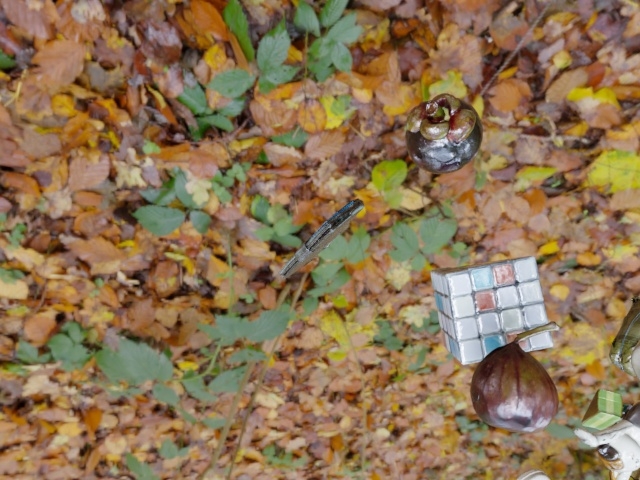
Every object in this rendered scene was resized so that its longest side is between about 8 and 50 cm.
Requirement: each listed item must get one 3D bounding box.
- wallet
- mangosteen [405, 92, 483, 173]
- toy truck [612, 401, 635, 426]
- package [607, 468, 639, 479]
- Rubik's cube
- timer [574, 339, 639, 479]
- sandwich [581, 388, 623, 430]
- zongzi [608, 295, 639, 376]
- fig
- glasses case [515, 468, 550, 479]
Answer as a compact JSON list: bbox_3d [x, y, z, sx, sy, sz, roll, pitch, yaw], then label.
[{"bbox_3d":[0.000,-0.001,1.529,0.169,0.044,0.317,-34,172,-40],"label":"wallet"},{"bbox_3d":[0.319,-0.293,1.394,0.212,0.211,0.250,-18,153,13],"label":"mangosteen"},{"bbox_3d":[1.006,0.566,1.600,0.253,0.114,0.124,14,-175,38],"label":"toy truck"},{"bbox_3d":[0.500,0.415,0.883,0.131,0.047,0.071,-32,128,-34],"label":"package"},{"bbox_3d":[0.477,0.189,1.525,0.254,0.258,0.256,-12,177,2],"label":"Rubik's cube"},{"bbox_3d":[0.500,0.255,0.791,0.266,0.175,0.175,-37,154,-15],"label":"timer"},{"bbox_3d":[0.826,0.500,1.565,0.074,0.074,0.116,15,144,6],"label":"sandwich"},{"bbox_3d":[0.997,0.289,1.525,0.125,0.250,0.274,43,161,-22],"label":"zongzi"},{"bbox_3d":[0.440,0.312,1.233,0.187,0.249,0.204,-1,175,-5],"label":"fig"},{"bbox_3d":[0.450,0.544,1.069,0.081,0.051,0.204,-29,108,-2],"label":"glasses case"}]
